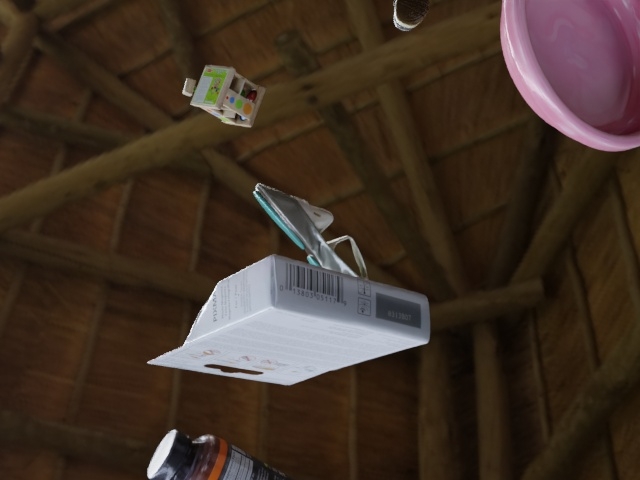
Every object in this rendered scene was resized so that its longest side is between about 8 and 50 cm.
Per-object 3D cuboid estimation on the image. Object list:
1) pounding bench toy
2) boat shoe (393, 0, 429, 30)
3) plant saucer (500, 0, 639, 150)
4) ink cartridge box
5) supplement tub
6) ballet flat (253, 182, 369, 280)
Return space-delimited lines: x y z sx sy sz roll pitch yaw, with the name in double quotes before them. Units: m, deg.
"pounding bench toy" -0.117 -0.173 1.218 0.083 0.065 0.052 15 -98 44
"boat shoe" 0.146 -0.379 1.639 0.049 0.056 0.152 118 -5 -47
"plant saucer" 0.380 -0.283 1.467 0.084 0.332 0.332 -21 -151 56
"ink cartridge box" -0.037 0.087 1.012 0.232 0.189 0.066 -20 -118 50
"supplement tub" -0.122 0.320 1.310 0.106 0.198 0.106 -52 -164 21
"ballet flat" 0.000 0.000 1.274 0.068 0.213 0.072 -38 -165 -7
